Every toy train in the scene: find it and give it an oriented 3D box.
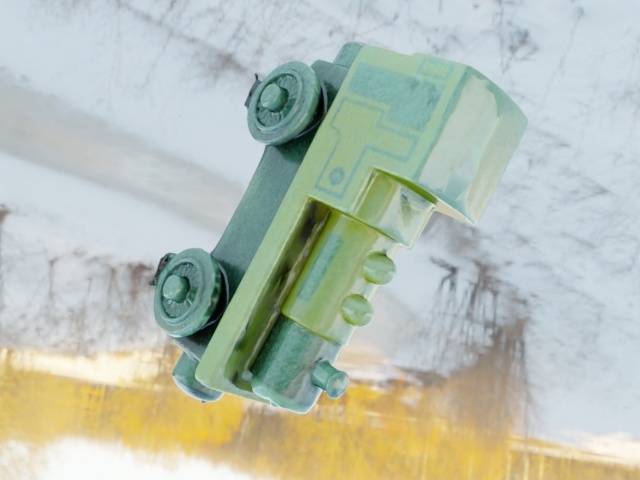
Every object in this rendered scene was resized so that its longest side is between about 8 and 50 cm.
[{"bbox_3d":[0.000,0.000,0.801,0.237,0.369,0.150,26,179,43],"label":"toy train"}]
